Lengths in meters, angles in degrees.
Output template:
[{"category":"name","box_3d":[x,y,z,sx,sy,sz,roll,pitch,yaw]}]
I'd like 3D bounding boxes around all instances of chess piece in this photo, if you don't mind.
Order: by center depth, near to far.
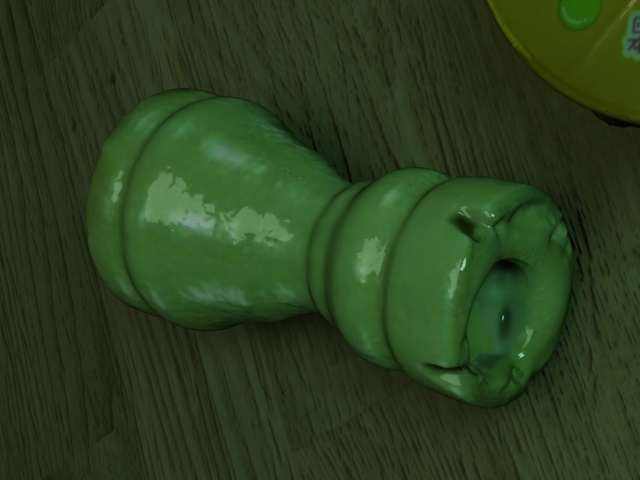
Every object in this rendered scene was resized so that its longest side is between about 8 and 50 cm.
[{"category":"chess piece","box_3d":[0.000,0.000,1.086,0.442,0.234,0.234,15,97,42]}]

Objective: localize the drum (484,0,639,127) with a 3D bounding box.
[{"category":"drum","box_3d":[0.313,-0.258,0.785,0.431,0.214,0.431,-6,81,46]}]
